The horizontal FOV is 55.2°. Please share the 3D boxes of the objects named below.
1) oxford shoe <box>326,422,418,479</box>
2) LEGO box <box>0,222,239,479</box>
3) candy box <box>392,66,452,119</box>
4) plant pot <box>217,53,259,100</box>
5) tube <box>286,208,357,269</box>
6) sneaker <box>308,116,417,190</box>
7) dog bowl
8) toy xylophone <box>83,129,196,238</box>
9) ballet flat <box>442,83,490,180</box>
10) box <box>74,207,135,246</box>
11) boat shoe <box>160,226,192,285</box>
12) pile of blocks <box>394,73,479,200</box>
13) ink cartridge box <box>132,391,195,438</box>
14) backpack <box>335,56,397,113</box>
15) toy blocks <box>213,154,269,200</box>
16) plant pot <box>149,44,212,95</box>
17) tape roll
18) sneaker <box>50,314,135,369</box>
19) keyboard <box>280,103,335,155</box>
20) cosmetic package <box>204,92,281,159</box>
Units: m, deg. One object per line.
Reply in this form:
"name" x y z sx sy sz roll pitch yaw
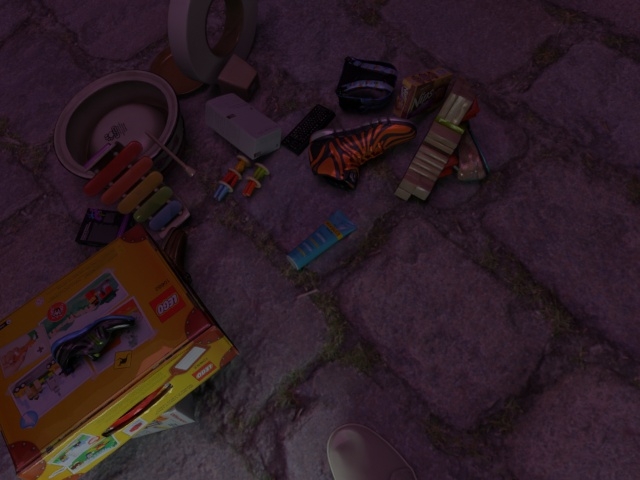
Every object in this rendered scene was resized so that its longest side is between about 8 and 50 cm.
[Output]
"oxford shoe" 0.160 0.591 1.327 0.169 0.130 0.449 -32 61 -3
"LEGO box" -0.510 0.259 1.444 0.500 0.193 0.372 -37 59 -10
"candy box" 0.294 -0.424 1.757 0.053 0.109 0.186 38 44 24
"plant pot" -0.256 -0.511 1.964 0.096 0.109 0.109 24 71 8
"tube" 0.000 0.000 1.695 0.207 0.052 0.080 -39 73 -15
"sneaker" 0.123 -0.237 1.753 0.320 0.124 0.180 -10 67 19
"dog bowl" -0.609 -0.329 1.917 0.407 0.150 0.408 -4 64 9
"toy xylophone" -0.501 -0.169 1.742 0.236 0.322 0.081 -49 33 7
"ballet flat" 0.382 -0.304 1.734 0.106 0.107 0.316 -20 61 17
"box" -0.649 -0.036 1.850 0.162 0.029 0.116 7 65 13
"boat shoe" -0.404 0.116 1.692 0.104 0.111 0.308 9 76 10
"pile of blocks" 0.334 -0.259 1.662 0.112 0.149 0.362 28 114 2
"ink cartridge box" -0.421 0.402 1.533 0.176 0.128 0.127 -17 60 4
"backpack" 0.147 -0.464 1.847 0.173 0.117 0.158 8 66 16
"toy blocks" -0.238 -0.170 1.817 0.123 0.054 0.148 25 72 22
"plant pot" -0.465 -0.580 2.076 0.236 0.032 0.237 -5 64 10
"tape roll" -0.323 -0.681 1.895 0.072 0.392 0.392 21 70 20
"sneaker" -0.482 0.217 1.320 0.188 0.067 0.078 -28 78 -6
"keyboard" -0.029 -0.338 1.875 0.108 0.023 0.180 36 77 24
"cosmetic package" -0.237 -0.352 1.867 0.231 0.086 0.117 36 47 25
